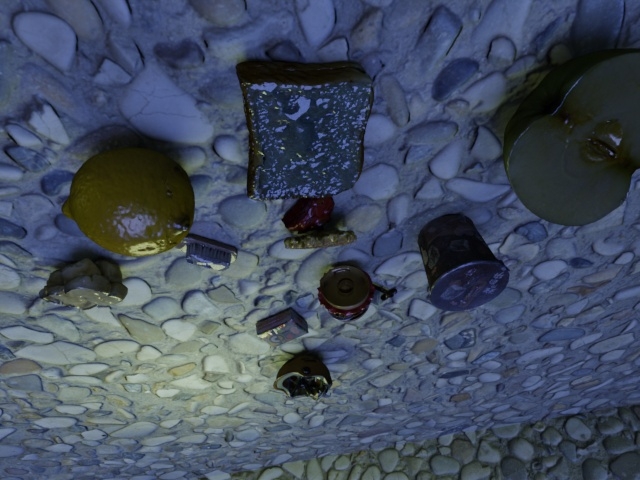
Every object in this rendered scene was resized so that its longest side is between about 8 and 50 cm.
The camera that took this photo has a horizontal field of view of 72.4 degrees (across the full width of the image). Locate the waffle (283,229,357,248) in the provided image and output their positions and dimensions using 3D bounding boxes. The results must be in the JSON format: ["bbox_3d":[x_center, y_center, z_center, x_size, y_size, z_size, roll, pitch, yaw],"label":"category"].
[{"bbox_3d":[-0.001,0.000,1.139,0.191,0.038,0.191,-5,176,0],"label":"waffle"}]

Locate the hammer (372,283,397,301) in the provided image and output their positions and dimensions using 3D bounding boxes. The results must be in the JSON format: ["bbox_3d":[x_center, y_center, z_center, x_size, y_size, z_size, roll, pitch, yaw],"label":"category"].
[{"bbox_3d":[0.171,0.152,1.418,0.178,0.021,0.065,27,127,-32],"label":"hammer"}]

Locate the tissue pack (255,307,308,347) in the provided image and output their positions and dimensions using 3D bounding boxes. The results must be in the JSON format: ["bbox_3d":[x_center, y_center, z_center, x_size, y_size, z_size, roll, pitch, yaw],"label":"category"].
[{"bbox_3d":[-0.131,0.300,1.489,0.148,0.060,0.108,-25,136,17],"label":"tissue pack"}]

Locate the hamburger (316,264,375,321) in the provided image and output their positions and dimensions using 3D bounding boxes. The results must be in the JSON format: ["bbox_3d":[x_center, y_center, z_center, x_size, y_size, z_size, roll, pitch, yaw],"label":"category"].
[{"bbox_3d":[0.082,0.167,1.317,0.175,0.175,0.137,-13,144,3],"label":"hamburger"}]

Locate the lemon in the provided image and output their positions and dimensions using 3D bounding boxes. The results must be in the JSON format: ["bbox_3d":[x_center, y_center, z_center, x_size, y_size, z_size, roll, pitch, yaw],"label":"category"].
[{"bbox_3d":[-0.392,-0.081,0.912,0.254,0.228,0.228,12,133,-14],"label":"lemon"}]

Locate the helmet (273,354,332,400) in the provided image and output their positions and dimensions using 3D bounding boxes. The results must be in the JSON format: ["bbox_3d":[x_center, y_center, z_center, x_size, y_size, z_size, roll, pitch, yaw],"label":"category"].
[{"bbox_3d":[-0.064,0.516,1.681,0.224,0.130,0.198,15,130,-11],"label":"helmet"}]

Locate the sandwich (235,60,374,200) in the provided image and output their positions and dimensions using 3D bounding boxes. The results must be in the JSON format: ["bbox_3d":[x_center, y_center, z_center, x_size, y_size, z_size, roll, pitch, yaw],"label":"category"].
[{"bbox_3d":[-0.031,-0.221,0.928,0.271,0.099,0.301,-3,136,-8],"label":"sandwich"}]

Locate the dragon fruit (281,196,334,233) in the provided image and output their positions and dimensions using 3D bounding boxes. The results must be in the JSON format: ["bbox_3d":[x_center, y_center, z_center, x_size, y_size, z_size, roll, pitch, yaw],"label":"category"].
[{"bbox_3d":[-0.014,-0.061,1.118,0.106,0.083,0.162,22,125,-34],"label":"dragon fruit"}]

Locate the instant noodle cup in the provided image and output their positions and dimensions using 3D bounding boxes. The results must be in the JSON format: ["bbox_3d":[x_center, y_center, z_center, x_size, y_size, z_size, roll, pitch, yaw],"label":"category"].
[{"bbox_3d":[0.382,0.055,1.220,0.218,0.207,0.217,-5,136,-5],"label":"instant noodle cup"}]

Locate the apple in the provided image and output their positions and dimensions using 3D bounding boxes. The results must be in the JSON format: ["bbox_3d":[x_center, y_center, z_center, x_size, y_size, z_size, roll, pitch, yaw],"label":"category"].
[{"bbox_3d":[0.572,-0.218,0.917,0.360,0.320,0.312,24,166,-24],"label":"apple"}]

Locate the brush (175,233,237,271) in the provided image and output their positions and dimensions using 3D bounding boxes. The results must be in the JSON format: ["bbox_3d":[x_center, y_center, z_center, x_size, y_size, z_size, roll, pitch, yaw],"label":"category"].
[{"bbox_3d":[-0.372,0.014,1.141,0.328,0.065,0.070,21,131,-28],"label":"brush"}]

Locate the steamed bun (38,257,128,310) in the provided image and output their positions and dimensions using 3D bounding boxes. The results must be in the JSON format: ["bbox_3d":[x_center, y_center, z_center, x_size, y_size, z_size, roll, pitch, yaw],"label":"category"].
[{"bbox_3d":[-0.618,0.114,1.171,0.178,0.106,0.192,-18,151,28],"label":"steamed bun"}]
